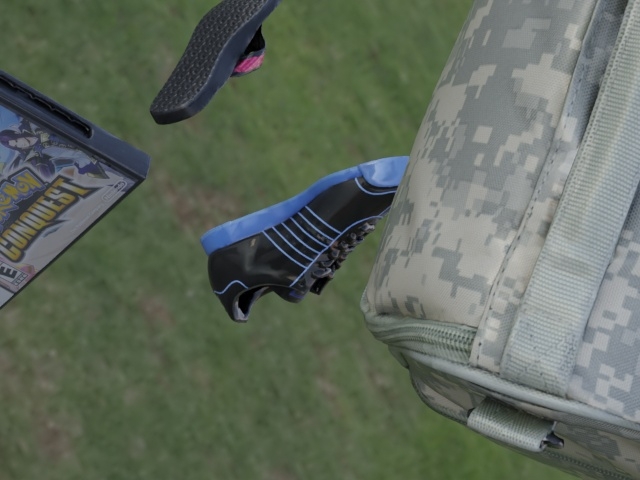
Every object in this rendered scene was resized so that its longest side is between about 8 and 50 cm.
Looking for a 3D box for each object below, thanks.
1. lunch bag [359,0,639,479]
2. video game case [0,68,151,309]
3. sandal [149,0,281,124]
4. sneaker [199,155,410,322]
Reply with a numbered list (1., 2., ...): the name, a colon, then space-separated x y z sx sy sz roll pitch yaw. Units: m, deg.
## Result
1. lunch bag: 0.152 -0.044 0.770 0.256 0.212 0.305 40 71 -72
2. video game case: -0.335 -0.059 1.651 0.248 0.275 0.035 31 45 -24
3. sandal: -0.075 -0.140 1.372 0.040 0.067 0.179 56 45 -29
4. sneaker: 0.000 0.000 1.631 0.081 0.232 0.090 7 62 -63
